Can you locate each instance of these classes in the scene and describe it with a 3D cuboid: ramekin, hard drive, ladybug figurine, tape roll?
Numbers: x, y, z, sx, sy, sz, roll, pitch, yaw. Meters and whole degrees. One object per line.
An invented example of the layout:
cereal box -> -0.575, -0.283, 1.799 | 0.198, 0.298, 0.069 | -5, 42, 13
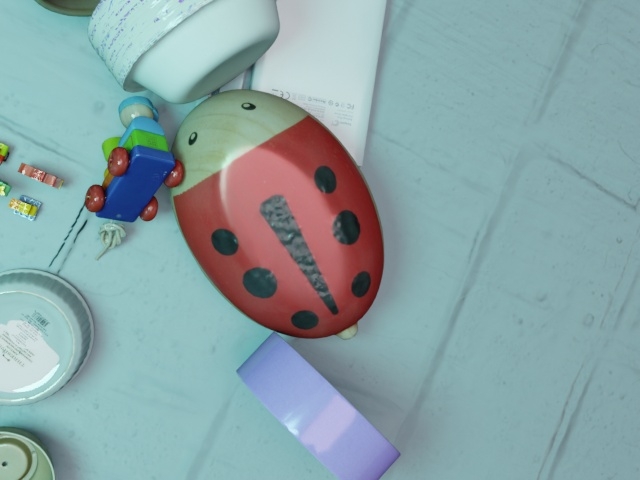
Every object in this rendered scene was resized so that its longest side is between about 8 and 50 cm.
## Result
ramekin -> -0.450, 0.148, 1.030 | 0.207, 0.109, 0.207 | -1, 93, -16
hard drive -> -0.008, -0.299, 1.167 | 0.210, 0.040, 0.319 | 8, 91, -16
ladybug figurine -> -0.056, -0.025, 1.074 | 0.305, 0.162, 0.449 | -35, 104, -2
tape roll -> -0.005, 0.269, 1.078 | 0.090, 0.275, 0.275 | -46, 104, -8

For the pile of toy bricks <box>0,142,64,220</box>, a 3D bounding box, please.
pile of toy bricks -> -0.499, -0.092, 1.003 | 0.212, 0.105, 0.118 | 24, 87, -16

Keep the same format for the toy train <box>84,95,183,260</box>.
toy train -> -0.312, -0.095, 1.060 | 0.105, 0.248, 0.143 | 10, 50, -37

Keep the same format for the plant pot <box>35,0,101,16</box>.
plant pot -> -0.331, -0.526, 0.950 | 0.323, 0.323, 0.280 | -32, 84, -12

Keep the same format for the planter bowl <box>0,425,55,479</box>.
planter bowl -> -0.479, 0.349, 1.032 | 0.162, 0.109, 0.162 | -1, 94, -16

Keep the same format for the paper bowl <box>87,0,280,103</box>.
paper bowl -> -0.173, -0.305, 0.987 | 0.284, 0.284, 0.148 | -36, 95, -11

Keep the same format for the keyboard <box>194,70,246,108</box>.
keyboard -> -0.167, -0.242, 1.141 | 0.072, 0.014, 0.256 | 10, 90, -11
